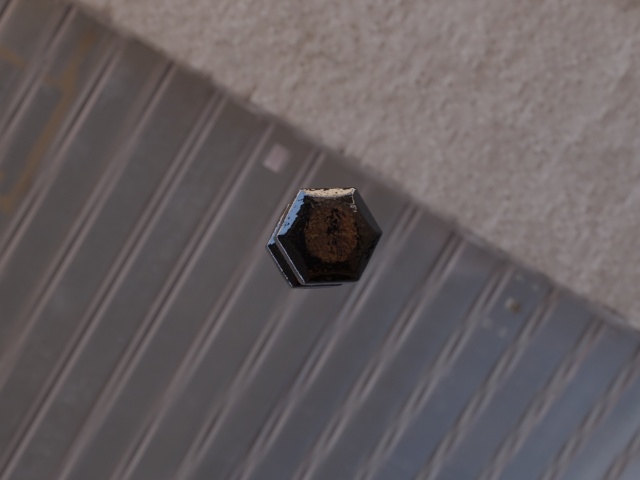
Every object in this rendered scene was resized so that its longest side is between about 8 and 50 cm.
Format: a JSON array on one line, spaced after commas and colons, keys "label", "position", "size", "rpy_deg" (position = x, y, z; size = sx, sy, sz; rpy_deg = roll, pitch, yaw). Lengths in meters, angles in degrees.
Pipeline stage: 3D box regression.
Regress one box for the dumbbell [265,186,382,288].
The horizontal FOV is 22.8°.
[{"label": "dumbbell", "position": [0.000, 0.000, 0.612], "size": [0.036, 0.040, 0.083], "rpy_deg": [-32, 0, -6]}]
